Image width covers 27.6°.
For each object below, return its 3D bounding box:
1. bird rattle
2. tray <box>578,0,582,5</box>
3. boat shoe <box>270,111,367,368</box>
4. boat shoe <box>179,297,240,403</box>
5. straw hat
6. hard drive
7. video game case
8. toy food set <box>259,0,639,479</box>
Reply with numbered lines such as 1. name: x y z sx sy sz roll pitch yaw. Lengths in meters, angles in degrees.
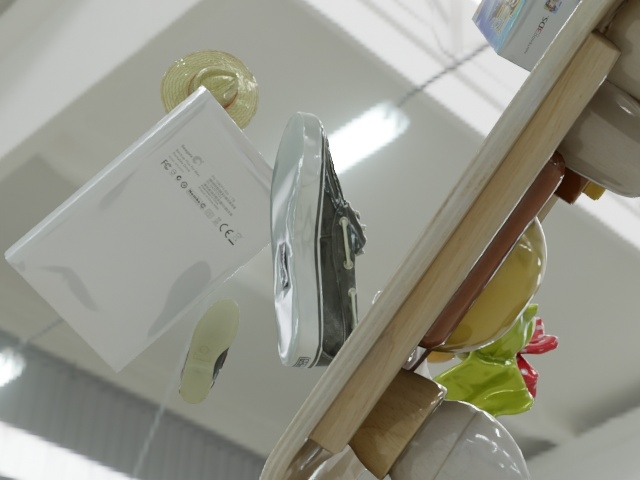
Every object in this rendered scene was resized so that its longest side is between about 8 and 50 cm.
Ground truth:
1. bird rattle: 0.157 0.097 1.405 0.207 0.253 0.143 23 -80 7
2. tray: 0.362 -0.274 1.410 0.145 0.270 0.030 -44 -69 0
3. boat shoe: 0.000 0.000 1.119 0.070 0.219 0.078 2 -6 -22
4. boat shoe: -0.133 0.128 1.546 0.049 0.133 0.042 21 2 -6
5. straw hat: -0.150 -0.216 1.833 0.144 0.144 0.061 12 -17 -13
6. hard drive: -0.194 -0.011 1.569 0.307 0.040 0.203 -40 -66 -1
7. video game case: 0.264 -0.330 1.485 0.061 0.269 0.244 24 -74 -7
8. toy food set: 0.106 0.006 0.542 0.092 0.220 0.306 38 -69 10
